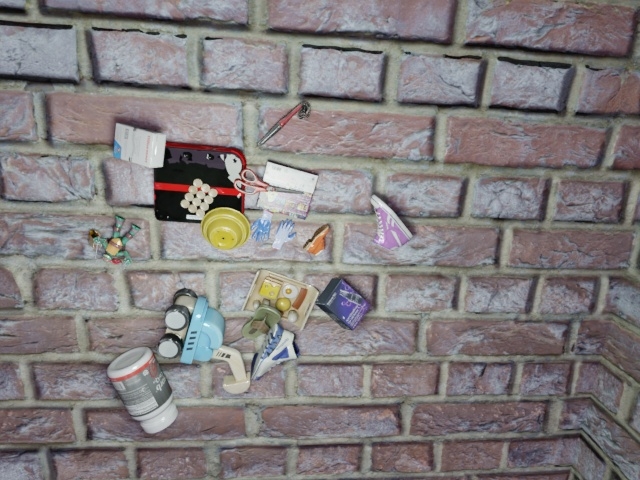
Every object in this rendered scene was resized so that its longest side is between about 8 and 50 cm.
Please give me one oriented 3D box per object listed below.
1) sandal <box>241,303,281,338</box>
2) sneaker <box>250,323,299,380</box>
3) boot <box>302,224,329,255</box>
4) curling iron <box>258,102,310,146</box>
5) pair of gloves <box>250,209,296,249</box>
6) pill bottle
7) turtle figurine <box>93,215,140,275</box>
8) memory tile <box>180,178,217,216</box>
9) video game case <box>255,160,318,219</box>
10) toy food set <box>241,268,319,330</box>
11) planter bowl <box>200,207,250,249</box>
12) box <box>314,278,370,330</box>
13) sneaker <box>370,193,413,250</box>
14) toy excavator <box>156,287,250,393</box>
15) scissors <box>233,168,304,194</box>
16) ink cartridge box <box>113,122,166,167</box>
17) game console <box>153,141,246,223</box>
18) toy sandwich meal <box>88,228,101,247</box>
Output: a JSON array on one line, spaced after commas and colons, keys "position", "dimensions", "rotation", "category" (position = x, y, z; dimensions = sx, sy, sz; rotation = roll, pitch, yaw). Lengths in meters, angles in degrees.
[{"position": [-0.274, 0.394, 1.972], "dimensions": [0.120, 0.086, 0.302], "rotation": [28, 131, -14], "category": "sandal"}, {"position": [-0.205, 0.555, 2.062], "dimensions": [0.182, 0.127, 0.315], "rotation": [22, 110, -19], "category": "sneaker"}, {"position": [0.000, 0.000, 1.960], "dimensions": [0.085, 0.059, 0.158], "rotation": [36, 108, -18], "category": "boot"}, {"position": [-0.153, -0.485, 1.807], "dimensions": [0.274, 0.035, 0.068], "rotation": [-35, 107, 5], "category": "curling iron"}, {"position": [-0.212, -0.044, 1.941], "dimensions": [0.198, 0.023, 0.159], "rotation": [25, 103, -11], "category": "pair of gloves"}, {"position": [-0.823, 0.702, 2.007], "dimensions": [0.210, 0.210, 0.362], "rotation": [-18, 108, 0], "category": "pill bottle"}, {"position": [-0.888, 0.020, 1.845], "dimensions": [0.175, 0.118, 0.234], "rotation": [31, 86, -28], "category": "turtle figurine"}, {"position": [-0.519, -0.181, 1.827], "dimensions": [0.113, 0.012, 0.148], "rotation": [32, 107, -16], "category": "memory tile"}, {"position": [-0.149, -0.218, 1.884], "dimensions": [0.232, 0.042, 0.210], "rotation": [14, 105, -10], "category": "video game case"}, {"position": [-0.190, 0.283, 2.004], "dimensions": [0.306, 0.092, 0.219], "rotation": [21, 104, -12], "category": "toy food set"}, {"position": [-0.418, -0.028, 1.863], "dimensions": [0.217, 0.090, 0.217], "rotation": [-2, 121, -3], "category": "planter bowl"}, {"position": [0.103, 0.299, 2.001], "dimensions": [0.207, 0.108, 0.153], "rotation": [42, 70, -16], "category": "box"}, {"position": [0.282, -0.068, 1.943], "dimensions": [0.161, 0.102, 0.282], "rotation": [-38, 107, 9], "category": "sneaker"}, {"position": [-0.503, 0.482, 1.966], "dimensions": [0.445, 0.222, 0.432], "rotation": [15, 105, -10], "category": "toy excavator"}, {"position": [-0.223, -0.216, 1.845], "dimensions": [0.297, 0.021, 0.109], "rotation": [21, 105, -17], "category": "scissors"}, {"position": [-0.728, -0.383, 1.720], "dimensions": [0.191, 0.082, 0.139], "rotation": [18, 106, 15], "category": "ink cartridge box"}, {"position": [-0.520, -0.237, 1.842], "dimensions": [0.387, 0.060, 0.341], "rotation": [4, 112, -6], "category": "game console"}, {"position": [-0.981, -0.009, 1.854], "dimensions": [0.086, 0.029, 0.085], "rotation": [15, 117, 33], "category": "toy sandwich meal"}]
